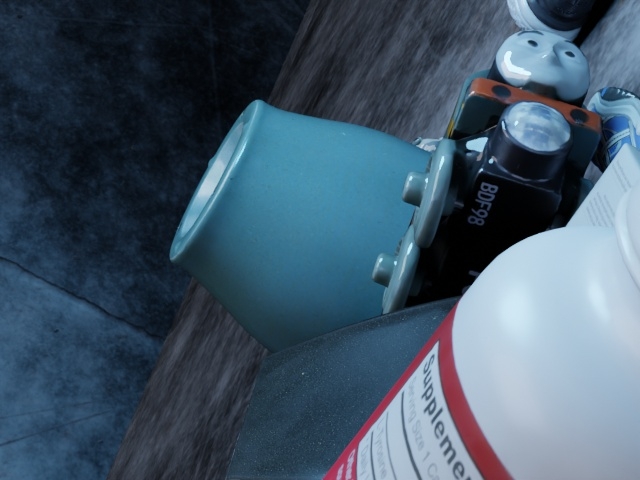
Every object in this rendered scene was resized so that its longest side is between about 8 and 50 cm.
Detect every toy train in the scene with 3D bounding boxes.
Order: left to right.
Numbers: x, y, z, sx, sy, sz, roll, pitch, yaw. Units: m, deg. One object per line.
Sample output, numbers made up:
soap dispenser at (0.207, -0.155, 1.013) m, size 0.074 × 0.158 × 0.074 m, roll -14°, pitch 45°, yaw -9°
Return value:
toy train at (0.117, -0.001, 1.205) m, size 0.334 × 0.142 × 0.190 m, roll 105°, pitch 180°, yaw -47°

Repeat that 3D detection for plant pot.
plant pot at (0.000, 0.000, 1.601) m, size 0.272 × 0.255 × 0.271 m, roll -59°, pitch 11°, yaw 19°
plant pot at (0.041, 0.159, 1.020) m, size 0.188 × 0.167 × 0.187 m, roll -75°, pitch -22°, yaw -51°

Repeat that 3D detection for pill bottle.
pill bottle at (0.117, 0.145, 0.741) m, size 0.408 × 0.229 × 0.229 m, roll -55°, pitch 12°, yaw 29°

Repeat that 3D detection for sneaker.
sneaker at (0.262, -0.327, 1.611) m, size 0.153 × 0.101 × 0.268 m, roll -47°, pitch 27°, yaw 48°
sneaker at (0.224, -0.056, 1.153) m, size 0.081 × 0.080 × 0.211 m, roll -58°, pitch 9°, yaw 0°

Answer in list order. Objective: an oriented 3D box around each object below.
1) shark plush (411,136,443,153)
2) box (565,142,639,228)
shark plush at (0.126, -0.077, 1.840) m, size 0.161 × 0.073 × 0.067 m, roll -26°, pitch 52°, yaw 37°
box at (0.209, 0.013, 0.986) m, size 0.087 × 0.102 × 0.101 m, roll -56°, pitch 12°, yaw 18°
